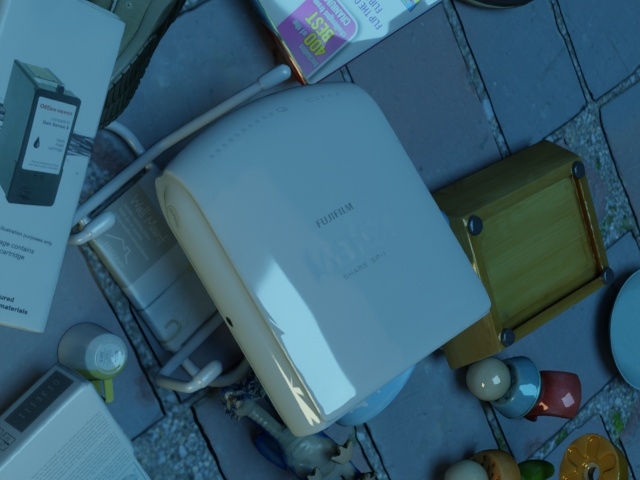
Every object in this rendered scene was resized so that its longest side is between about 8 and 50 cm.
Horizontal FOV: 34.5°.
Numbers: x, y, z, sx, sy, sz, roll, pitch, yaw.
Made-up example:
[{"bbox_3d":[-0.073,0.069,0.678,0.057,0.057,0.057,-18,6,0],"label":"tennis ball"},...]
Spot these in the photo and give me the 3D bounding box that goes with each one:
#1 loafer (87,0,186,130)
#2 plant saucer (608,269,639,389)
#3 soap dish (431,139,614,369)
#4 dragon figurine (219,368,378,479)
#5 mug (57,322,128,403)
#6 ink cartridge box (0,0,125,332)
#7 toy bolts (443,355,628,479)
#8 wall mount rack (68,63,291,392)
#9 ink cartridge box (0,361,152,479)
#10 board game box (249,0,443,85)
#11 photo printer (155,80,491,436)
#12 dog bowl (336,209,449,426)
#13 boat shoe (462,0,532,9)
[{"bbox_3d":[-0.212,-0.220,1.065,0.092,0.102,0.268,27,55,-4],"label":"loafer"},{"bbox_3d":[0.503,0.137,1.610,0.195,0.037,0.194,0,90,-36],"label":"plant saucer"},{"bbox_3d":[0.260,0.014,1.389,0.291,0.118,0.228,-26,105,-33],"label":"soap dish"},{"bbox_3d":[-0.016,0.244,1.202,0.085,0.144,0.289,-42,139,-9],"label":"dragon figurine"},{"bbox_3d":[-0.229,0.125,1.079,0.062,0.064,0.078,-47,116,-26],"label":"mug"},{"bbox_3d":[-0.310,-0.078,0.924,0.122,0.211,0.289,21,78,-43],"label":"ink cartridge box"},{"bbox_3d":[0.272,0.257,1.364,0.159,0.218,0.228,19,63,-29],"label":"toy bolts"},{"bbox_3d":[-0.112,-0.013,1.121,0.304,0.130,0.350,-45,115,-29],"label":"wall mount rack"},{"bbox_3d":[-0.298,0.297,1.039,0.275,0.060,0.238,-46,140,-26],"label":"ink cartridge box"},{"bbox_3d":[0.051,-0.362,1.188,0.317,0.064,0.242,-33,111,-2],"label":"board game box"},{"bbox_3d":[0.000,0.000,1.028,0.256,0.107,0.307,-30,90,-29],"label":"photo printer"},{"bbox_3d":[0.054,0.067,1.196,0.074,0.166,0.297,33,54,-22],"label":"dog bowl"},{"bbox_3d":[0.182,-0.410,1.320,0.355,0.130,0.132,24,77,-33],"label":"boat shoe"}]
